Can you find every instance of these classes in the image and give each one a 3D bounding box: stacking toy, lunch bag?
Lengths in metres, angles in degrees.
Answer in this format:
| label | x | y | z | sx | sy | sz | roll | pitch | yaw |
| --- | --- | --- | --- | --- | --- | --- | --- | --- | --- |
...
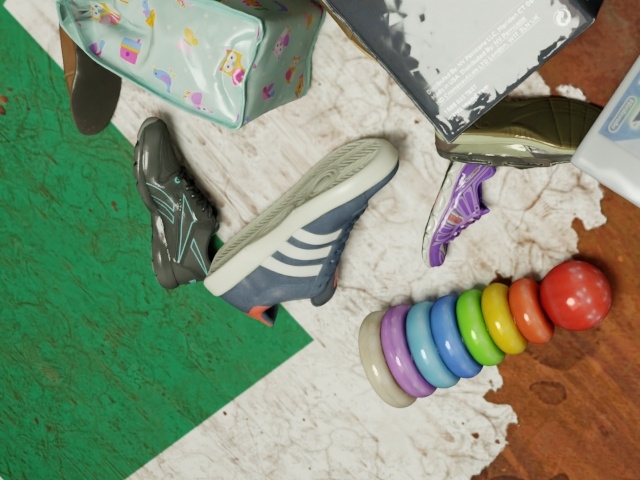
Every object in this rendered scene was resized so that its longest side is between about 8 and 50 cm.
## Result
| label | x | y | z | sx | sy | sz | roll | pitch | yaw |
| --- | --- | --- | --- | --- | --- | --- | --- | --- | --- |
| stacking toy | 0.220 | 0.115 | 1.088 | 0.330 | 0.141 | 0.141 | -23 | 104 | 26 |
| lunch bag | -0.155 | -0.258 | 1.003 | 0.262 | 0.223 | 0.160 | 23 | 115 | 13 |

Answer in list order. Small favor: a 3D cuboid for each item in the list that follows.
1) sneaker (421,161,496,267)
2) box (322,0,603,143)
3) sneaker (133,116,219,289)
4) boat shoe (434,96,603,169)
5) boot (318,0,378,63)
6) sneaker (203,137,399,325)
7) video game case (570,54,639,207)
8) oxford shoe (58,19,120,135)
| label | x | y | z | sx | sy | sz | roll | pitch | yaw |
| --- | --- | --- | --- | --- | --- | --- | --- | --- | --- |
| sneaker | 0.179 | -0.032 | 1.069 | 0.071 | 0.068 | 0.170 | 21 | 120 | 5 |
| box | 0.127 | -0.299 | 0.821 | 0.294 | 0.296 | 0.182 | 46 | 123 | -4 |
| sneaker | -0.205 | -0.057 | 1.214 | 0.106 | 0.101 | 0.267 | -4 | 117 | 5 |
| boat shoe | 0.248 | -0.123 | 0.994 | 0.223 | 0.080 | 0.073 | 5 | 146 | 7 |
| boot | 0.038 | -0.288 | 0.973 | 0.305 | 0.115 | 0.112 | 43 | 120 | -4 |
| sneaker | 0.000 | 0.000 | 1.135 | 0.148 | 0.131 | 0.350 | 43 | 124 | -17 |
| video game case | 0.468 | -0.137 | 0.822 | 0.300 | 0.036 | 0.329 | 38 | 110 | 22 |
| oxford shoe | -0.338 | -0.256 | 1.185 | 0.076 | 0.076 | 0.212 | 36 | 131 | 39 |
